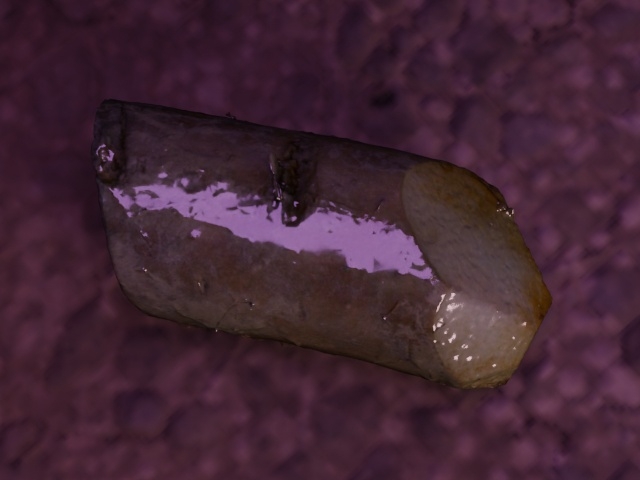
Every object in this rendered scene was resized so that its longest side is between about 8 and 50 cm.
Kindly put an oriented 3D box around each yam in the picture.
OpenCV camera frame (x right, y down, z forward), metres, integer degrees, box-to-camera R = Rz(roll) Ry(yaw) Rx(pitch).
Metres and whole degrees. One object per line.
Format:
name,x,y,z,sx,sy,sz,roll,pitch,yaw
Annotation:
yam,0.000,0.000,0.561,0.146,0.070,0.069,12,76,4
